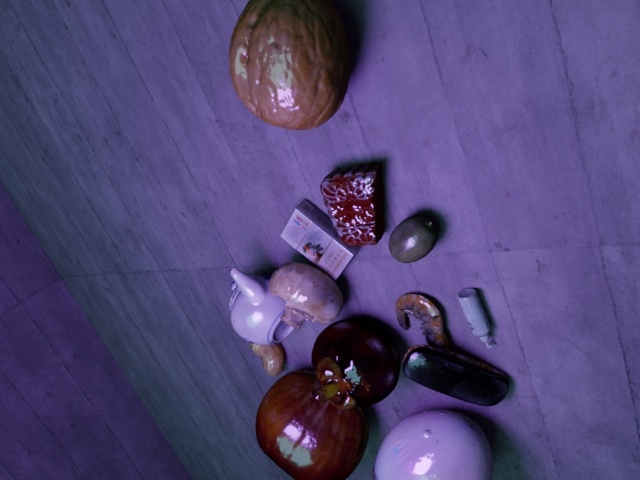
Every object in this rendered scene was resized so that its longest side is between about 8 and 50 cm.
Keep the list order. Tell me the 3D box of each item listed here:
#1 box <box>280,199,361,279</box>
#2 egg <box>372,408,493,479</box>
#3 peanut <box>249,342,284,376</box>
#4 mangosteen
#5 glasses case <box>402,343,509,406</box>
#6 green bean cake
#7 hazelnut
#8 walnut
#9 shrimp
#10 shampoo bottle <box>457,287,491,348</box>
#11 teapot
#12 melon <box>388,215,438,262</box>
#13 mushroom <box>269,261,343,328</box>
[{"bbox_3d":[-0.001,-0.001,1.606,0.233,0.067,0.149,39,135,7],"label":"box"},{"bbox_3d":[0.392,0.699,1.642,0.355,0.354,0.339,35,115,12],"label":"egg"},{"bbox_3d":[-0.214,0.431,2.049,0.101,0.117,0.262,29,145,61],"label":"peanut"},{"bbox_3d":[0.106,0.395,1.657,0.298,0.293,0.296,-9,73,31],"label":"mangosteen"},{"bbox_3d":[0.404,0.405,1.531,0.321,0.082,0.122,20,118,-2],"label":"glasses case"},{"bbox_3d":[0.111,-0.095,1.432,0.199,0.097,0.232,0,119,37],"label":"green bean cake"},{"bbox_3d":[-0.027,0.712,1.946,0.430,0.402,0.401,31,134,22],"label":"hazelnut"},{"bbox_3d":[-0.069,-0.429,1.199,0.333,0.333,0.332,20,130,25],"label":"walnut"},{"bbox_3d":[0.322,0.290,1.592,0.169,0.058,0.295,3,120,47],"label":"shrimp"},{"bbox_3d":[0.447,0.228,1.445,0.056,0.056,0.195,-12,112,41],"label":"shampoo bottle"},{"bbox_3d":[-0.218,0.226,1.807,0.280,0.252,0.423,33,159,27],"label":"teapot"},{"bbox_3d":[0.253,-0.003,1.382,0.114,0.114,0.167,43,135,3],"label":"melon"},{"bbox_3d":[-0.040,0.184,1.634,0.254,0.195,0.189,35,163,-15],"label":"mushroom"}]
